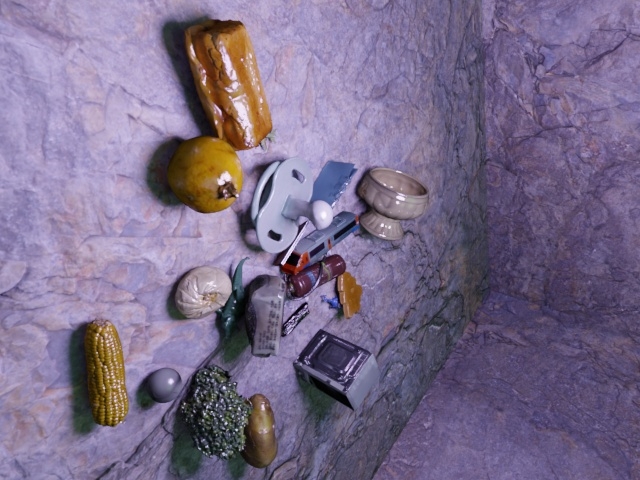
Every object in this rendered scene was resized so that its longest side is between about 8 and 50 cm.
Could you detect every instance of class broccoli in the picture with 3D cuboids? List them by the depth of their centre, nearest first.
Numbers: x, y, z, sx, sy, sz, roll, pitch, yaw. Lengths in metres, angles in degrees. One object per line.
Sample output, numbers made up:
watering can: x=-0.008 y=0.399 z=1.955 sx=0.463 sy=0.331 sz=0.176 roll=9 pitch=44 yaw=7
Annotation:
broccoli: x=-0.349 y=0.585 z=1.499 sx=0.245 sy=0.247 sz=0.288 roll=103 pitch=3 yaw=-76

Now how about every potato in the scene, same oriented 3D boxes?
potato: x=-0.244 y=0.715 z=1.644 sx=0.141 sy=0.191 sz=0.296 roll=-5 pitch=109 yaw=-37

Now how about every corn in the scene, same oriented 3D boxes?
corn: x=-0.576 y=0.352 z=1.174 sx=0.102 sy=0.102 sz=0.313 roll=-12 pitch=110 yaw=-48

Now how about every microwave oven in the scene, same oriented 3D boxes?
microwave oven: x=0.069 y=0.543 z=1.871 sx=0.237 sy=0.295 sz=0.181 roll=-49 pitch=135 yaw=-27

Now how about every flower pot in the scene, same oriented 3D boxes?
flower pot: x=0.301 y=-0.156 z=1.908 sx=0.307 sy=0.307 sz=0.244 roll=-16 pitch=133 yaw=-47

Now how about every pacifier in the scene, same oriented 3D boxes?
pacifier: x=-0.084 y=-0.111 z=1.455 sx=0.288 sy=0.269 sz=0.343 roll=24 pitch=82 yaw=-59

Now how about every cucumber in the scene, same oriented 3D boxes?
cucumber: x=-0.105 y=0.325 z=1.777 sx=0.181 sy=0.053 sz=0.053 roll=-44 pitch=134 yaw=-28

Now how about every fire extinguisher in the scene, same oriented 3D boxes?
fire extinguisher: x=-0.039 y=0.137 z=1.746 sx=0.341 sy=0.105 sz=0.141 roll=-23 pitch=100 yaw=-44

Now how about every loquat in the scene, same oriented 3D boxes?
loquat: x=-0.302 y=-0.172 z=1.187 sx=0.213 sy=0.246 sz=0.213 roll=-27 pitch=134 yaw=-33

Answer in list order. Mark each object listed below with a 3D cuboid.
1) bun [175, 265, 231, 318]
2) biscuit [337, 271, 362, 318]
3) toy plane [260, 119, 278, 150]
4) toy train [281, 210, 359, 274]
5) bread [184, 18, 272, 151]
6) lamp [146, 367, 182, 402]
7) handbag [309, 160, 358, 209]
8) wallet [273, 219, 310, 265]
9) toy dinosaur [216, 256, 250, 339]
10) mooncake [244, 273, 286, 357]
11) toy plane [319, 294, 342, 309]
bun: x=-0.357 y=0.163 z=1.356 sx=0.188 sy=0.111 sz=0.164 roll=-5 pitch=111 yaw=-53
biscuit: x=0.127 y=0.235 z=1.999 sx=0.239 sy=0.041 sz=0.212 roll=65 pitch=36 yaw=-25
toy plane: x=-0.184 y=-0.345 z=1.427 sx=0.111 sy=0.040 sz=0.102 roll=-10 pitch=109 yaw=-48
toy train: x=0.000 y=0.000 z=1.746 sx=0.409 sy=0.086 sz=0.089 roll=-35 pitch=129 yaw=-38
bread: x=-0.257 y=-0.424 z=1.212 sx=0.195 sy=0.148 sz=0.344 roll=-60 pitch=146 yaw=-46
lamp: x=-0.474 y=0.439 z=1.326 sx=0.105 sy=0.105 sz=0.105 roll=-22 pitch=120 yaw=-44
handbag: x=0.038 y=-0.205 z=1.668 sx=0.221 sy=0.144 sz=0.057 roll=-57 pitch=133 yaw=-16
wallet: x=-0.106 y=0.012 z=1.622 sx=0.020 sy=0.103 sz=0.196 roll=36 pitch=70 yaw=-15
toy dinosaur: x=-0.302 y=0.197 z=1.466 sx=0.120 sy=0.079 sz=0.292 roll=-22 pitch=123 yaw=-51
mooncake: x=-0.193 y=0.248 z=1.512 sx=0.136 sy=0.250 sz=0.254 roll=5 pitch=103 yaw=-6
toy plane: x=0.056 y=0.272 z=1.957 sx=0.167 sy=0.054 sz=0.062 roll=25 pitch=59 yaw=-53
